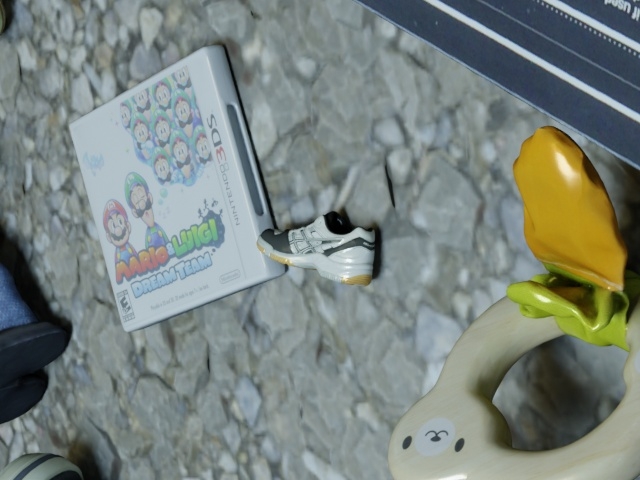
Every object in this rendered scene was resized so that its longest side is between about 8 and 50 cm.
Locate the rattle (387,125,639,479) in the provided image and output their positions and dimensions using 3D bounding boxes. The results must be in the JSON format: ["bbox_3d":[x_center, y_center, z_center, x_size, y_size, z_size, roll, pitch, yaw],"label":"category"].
[{"bbox_3d":[0.065,0.068,0.778,0.200,0.143,0.130,-32,57,4],"label":"rattle"}]

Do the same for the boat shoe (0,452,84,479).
[{"bbox_3d":[-0.184,0.390,1.121,0.156,0.187,0.500,3,75,12],"label":"boat shoe"}]

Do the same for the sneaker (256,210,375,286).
[{"bbox_3d":[0.000,0.000,0.976,0.083,0.032,0.037,16,96,40],"label":"sneaker"}]

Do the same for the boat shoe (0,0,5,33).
[{"bbox_3d":[-0.255,-0.200,1.203,0.056,0.048,0.153,-45,72,30],"label":"boat shoe"}]

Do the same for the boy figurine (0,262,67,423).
[{"bbox_3d":[-0.287,-0.006,1.240,0.285,0.092,0.177,52,135,22],"label":"boy figurine"}]

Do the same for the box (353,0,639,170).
[{"bbox_3d":[0.131,-0.204,0.612,0.296,0.183,0.294,36,139,32],"label":"box"}]

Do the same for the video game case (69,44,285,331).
[{"bbox_3d":[-0.092,-0.028,1.074,0.157,0.019,0.143,-22,82,48],"label":"video game case"}]
